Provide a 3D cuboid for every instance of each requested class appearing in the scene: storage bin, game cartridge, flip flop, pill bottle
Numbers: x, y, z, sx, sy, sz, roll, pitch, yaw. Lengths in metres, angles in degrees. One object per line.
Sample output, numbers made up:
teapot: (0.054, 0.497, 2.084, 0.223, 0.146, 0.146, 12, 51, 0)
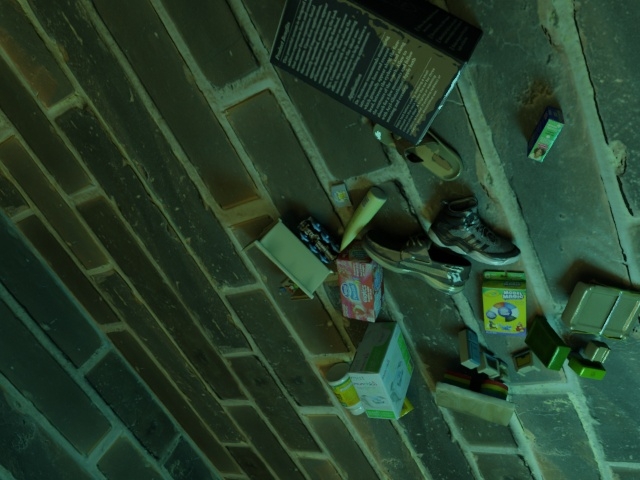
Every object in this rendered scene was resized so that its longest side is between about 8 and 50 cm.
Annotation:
storage bin: (-0.125, 0.074, 1.661, 0.262, 0.123, 0.260, 45, 160, -9)
game cartridge: (0.066, -0.145, 1.540, 0.056, 0.017, 0.083, -5, 120, 33)
flip flop: (0.268, -0.251, 1.319, 0.277, 0.080, 0.112, 36, 131, -1)
pill bottle: (0.116, 0.624, 1.999, 0.118, 0.117, 0.208, -15, 116, 34)

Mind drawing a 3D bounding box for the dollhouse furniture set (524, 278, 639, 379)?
dollhouse furniture set: (0.785, 0.238, 1.427, 0.198, 0.151, 0.301, 11, 112, -7)

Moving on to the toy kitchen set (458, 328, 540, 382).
toy kitchen set: (0.598, 0.370, 1.604, 0.207, 0.122, 0.166, 30, 134, -23)

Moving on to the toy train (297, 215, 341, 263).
toy train: (0.000, 0.000, 1.615, 0.080, 0.105, 0.184, -41, 96, 12)

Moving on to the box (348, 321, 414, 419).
box: (0.224, 0.466, 1.738, 0.127, 0.262, 0.231, -7, 118, 29)

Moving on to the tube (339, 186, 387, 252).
tube: (0.125, -0.066, 1.529, 0.062, 0.070, 0.240, 53, 130, 22)

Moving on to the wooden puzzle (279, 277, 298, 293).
wooden puzzle: (-0.110, 0.178, 1.860, 0.079, 0.014, 0.116, 38, 131, -3)

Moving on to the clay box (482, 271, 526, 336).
clay box: (0.580, 0.200, 1.507, 0.128, 0.053, 0.222, 0, 124, 26)

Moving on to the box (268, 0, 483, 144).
box: (0.133, -0.448, 1.104, 0.396, 0.293, 0.212, 31, 131, 4)

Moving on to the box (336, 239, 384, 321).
box: (0.140, 0.137, 1.631, 0.123, 0.128, 0.256, 7, 126, 22)

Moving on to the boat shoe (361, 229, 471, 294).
boat shoe: (0.304, 0.038, 1.496, 0.356, 0.132, 0.130, 23, 121, -1)

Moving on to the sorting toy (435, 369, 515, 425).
sorting toy: (0.550, 0.552, 1.703, 0.256, 0.089, 0.257, 11, 151, 21)

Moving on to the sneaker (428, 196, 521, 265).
sneaker: (0.451, -0.032, 1.370, 0.269, 0.101, 0.153, 20, 132, 16)

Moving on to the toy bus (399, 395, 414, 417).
toy bus: (0.288, 0.614, 1.914, 0.104, 0.191, 0.202, -30, 114, -7)

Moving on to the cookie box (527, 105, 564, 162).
cookie box: (0.548, -0.259, 1.168, 0.040, 0.092, 0.107, 21, 130, 8)
